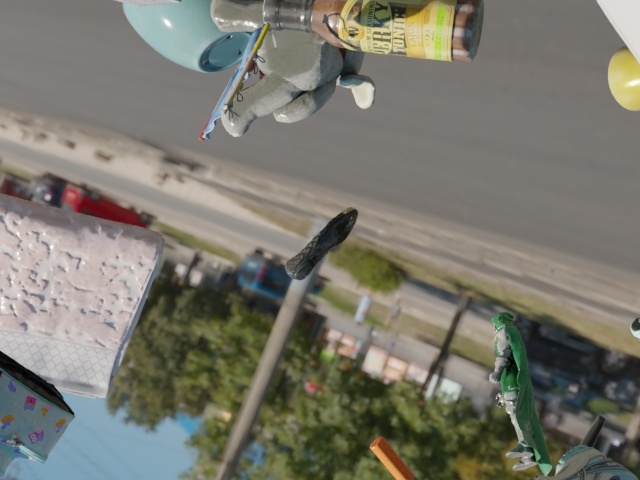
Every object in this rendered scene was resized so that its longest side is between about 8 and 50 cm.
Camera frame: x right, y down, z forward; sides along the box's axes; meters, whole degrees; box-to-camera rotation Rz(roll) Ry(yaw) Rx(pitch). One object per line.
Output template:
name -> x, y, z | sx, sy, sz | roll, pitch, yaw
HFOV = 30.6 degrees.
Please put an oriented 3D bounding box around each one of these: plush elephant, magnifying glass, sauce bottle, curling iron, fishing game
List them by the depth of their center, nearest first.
fishing game -> -0.111, -0.221, 1.644 | 0.041, 0.189, 0.264 | 28, 167, -9
sauce bottle -> 0.082, -0.351, 1.858 | 0.345, 0.111, 0.111 | 7, 173, 13
magnifying glass -> 0.163, 0.424, 1.975 | 0.231, 0.092, 0.026 | 52, 146, -12
plush elephant -> -0.023, -0.358, 2.260 | 0.330, 0.271, 0.255 | -15, 173, 18
curling iron -> 0.491, 0.459, 2.265 | 0.068, 0.274, 0.035 | 39, 154, -24

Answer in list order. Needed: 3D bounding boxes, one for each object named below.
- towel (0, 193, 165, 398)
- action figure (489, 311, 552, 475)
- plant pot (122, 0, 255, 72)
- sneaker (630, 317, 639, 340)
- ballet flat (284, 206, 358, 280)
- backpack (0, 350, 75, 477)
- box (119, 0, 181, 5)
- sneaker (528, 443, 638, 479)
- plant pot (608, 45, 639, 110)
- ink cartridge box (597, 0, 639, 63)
towel -> -0.445, 0.089, 1.824 | 0.332, 0.316, 0.053 | 14, -157, -19
action figure -> 0.272, 0.202, 1.649 | 0.064, 0.232, 0.137 | -12, 144, 12
plant pot -> -0.240, -0.468, 2.454 | 0.195, 0.290, 0.290 | 59, -170, 19
sneaker -> 0.544, 0.131, 1.867 | 0.069, 0.098, 0.038 | 50, -178, -34
ballet flat -> 0.000, 0.000, 2.128 | 0.049, 0.173, 0.057 | 44, 179, 41
backpack -> -0.411, 0.211, 1.459 | 0.166, 0.144, 0.188 | 14, 166, 43
box -> -0.295, -0.531, 1.939 | 0.127, 0.261, 0.231 | 12, -178, -26
sneaker -> 0.367, 0.392, 1.693 | 0.122, 0.110, 0.283 | 17, -146, 35
plant pot -> 0.655, -0.330, 2.324 | 0.134, 0.134, 0.095 | 24, 168, -25
ink cartridge box -> 0.547, -0.346, 1.291 | 0.166, 0.395, 0.285 | 60, 154, 17
